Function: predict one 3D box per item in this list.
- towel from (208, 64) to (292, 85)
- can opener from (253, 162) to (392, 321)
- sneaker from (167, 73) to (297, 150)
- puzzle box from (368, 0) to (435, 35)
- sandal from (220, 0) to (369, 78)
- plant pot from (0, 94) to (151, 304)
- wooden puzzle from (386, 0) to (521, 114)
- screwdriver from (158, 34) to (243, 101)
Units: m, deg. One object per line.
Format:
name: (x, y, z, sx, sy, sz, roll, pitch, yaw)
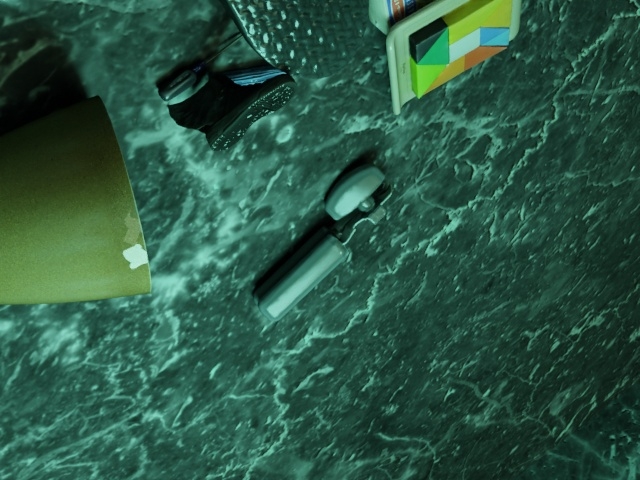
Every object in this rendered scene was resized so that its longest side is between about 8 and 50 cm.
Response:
towel: (-0.093, -0.192, 1.686, 0.119, 0.029, 0.067, -15, 137, -34)
can opener: (0.000, 0.000, 1.955, 0.093, 0.074, 0.280, 41, 94, -20)
sneaker: (-0.109, -0.175, 1.595, 0.170, 0.089, 0.051, -37, 155, 27)
puzzle box: (0.156, -0.473, 1.616, 0.272, 0.052, 0.409, -32, 143, -13)
sandal: (-0.094, -0.353, 1.477, 0.167, 0.107, 0.446, -45, 132, 4)
plant pot: (-0.345, -0.020, 1.478, 0.254, 0.237, 0.237, -16, 138, -14)
wooden puzzle: (0.194, -0.283, 1.799, 0.239, 0.044, 0.221, -35, 160, -7)
screwdriver: (-0.135, -0.231, 1.623, 0.170, 0.025, 0.024, -43, 145, -16)
